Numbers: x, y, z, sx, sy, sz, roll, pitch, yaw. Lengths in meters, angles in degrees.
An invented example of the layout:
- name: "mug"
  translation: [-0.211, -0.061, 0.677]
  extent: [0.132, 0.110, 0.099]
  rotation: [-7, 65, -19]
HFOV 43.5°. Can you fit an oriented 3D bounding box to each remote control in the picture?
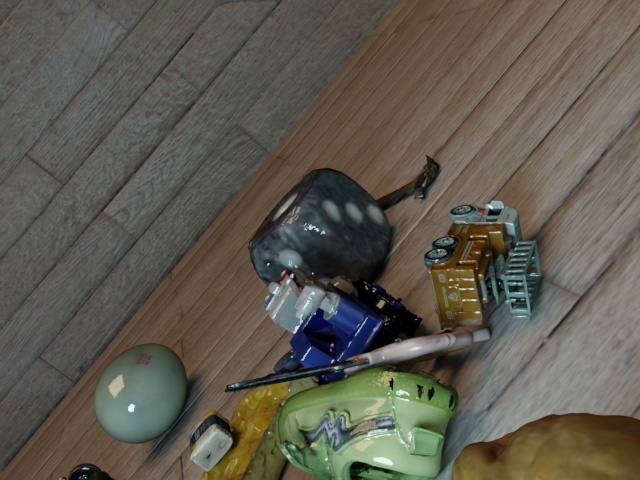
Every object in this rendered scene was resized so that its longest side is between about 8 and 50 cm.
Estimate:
- name: "remote control"
  translation: [-0.017, 0.171, 1.310]
  extent: [0.152, 0.027, 0.043]
  rotation: [-43, 10, 19]

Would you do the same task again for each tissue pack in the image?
- name: "tissue pack"
  translation: [-0.161, 0.291, 1.175]
  extent: [0.062, 0.042, 0.083]
  rotation: [-48, 14, -1]

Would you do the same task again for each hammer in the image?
- name: "hammer"
  translation: [0.118, -0.074, 1.514]
  extent: [0.297, 0.027, 0.125]
  rotation: [-31, 24, 52]

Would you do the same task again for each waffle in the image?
- name: "waffle"
  translation: [-0.107, 0.316, 1.156]
  extent: [0.168, 0.057, 0.274]
  rotation: [-34, 22, 47]

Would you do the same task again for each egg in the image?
- name: "egg"
  translation: [-0.369, 0.312, 1.673]
  extent: [0.183, 0.183, 0.264]
  rotation: [-45, 9, 18]

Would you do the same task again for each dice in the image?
- name: "dice"
  translation: [0.000, 0.000, 1.374]
  extent: [0.181, 0.183, 0.182]
  rotation: [-40, 17, 38]

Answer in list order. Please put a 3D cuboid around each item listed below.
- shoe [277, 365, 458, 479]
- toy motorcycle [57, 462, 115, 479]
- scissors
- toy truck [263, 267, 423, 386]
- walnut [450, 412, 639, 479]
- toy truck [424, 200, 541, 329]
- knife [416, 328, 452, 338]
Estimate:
- name: "shoe"
  translation: [0.035, 0.207, 0.854]
  extent: [0.262, 0.140, 0.128]
  rotation: [-37, 24, 47]
- name: "toy motorcycle"
  translation: [-0.503, 0.561, 1.594]
  extent: [0.275, 0.127, 0.205]
  rotation: [-44, 15, -6]
- name: "scissors"
  translation: [0.039, 0.128, 0.849]
  extent: [0.160, 0.317, 0.024]
  rotation: [-29, 70, 51]
- name: "toy truck"
  translation: [0.010, 0.111, 1.068]
  extent: [0.161, 0.177, 0.213]
  rotation: [-57, 16, 2]
- name: "walnut"
  translation: [0.147, 0.193, 0.439]
  extent: [0.213, 0.213, 0.213]
  rotation: [-45, 16, 16]
- name: "toy truck"
  translation: [0.196, 0.020, 0.928]
  extent: [0.115, 0.080, 0.178]
  rotation: [-4, 27, 25]
- name: "knife"
  translation: [0.117, 0.137, 1.038]
  extent: [0.170, 0.010, 0.023]
  rotation: [-30, 25, 55]
